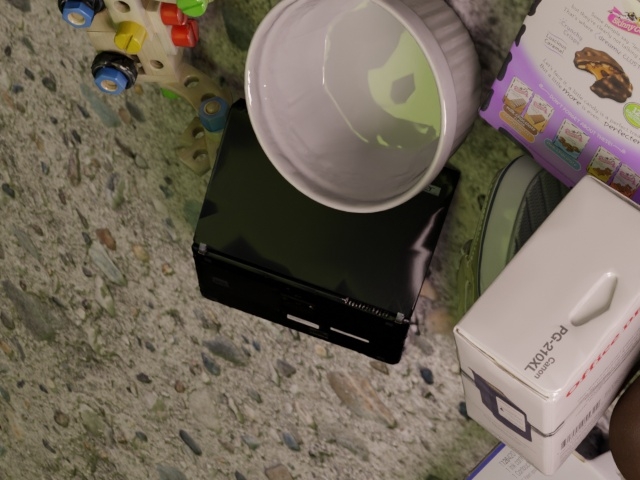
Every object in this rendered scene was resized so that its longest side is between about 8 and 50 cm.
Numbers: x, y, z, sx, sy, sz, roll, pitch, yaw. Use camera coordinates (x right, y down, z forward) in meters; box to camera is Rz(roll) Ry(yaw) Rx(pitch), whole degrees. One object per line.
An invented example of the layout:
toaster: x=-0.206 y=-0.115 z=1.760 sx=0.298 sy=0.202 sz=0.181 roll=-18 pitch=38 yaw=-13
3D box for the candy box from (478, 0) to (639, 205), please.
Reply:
candy box: x=0.236 y=-0.130 z=1.153 sx=0.165 sy=0.070 sz=0.196 roll=42 pitch=142 yaw=15

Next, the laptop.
laptop: x=0.000 y=0.000 z=1.485 sx=0.234 sy=0.136 sz=0.264 roll=20 pitch=161 yaw=6

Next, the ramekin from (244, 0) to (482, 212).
ramekin: x=0.046 y=-0.138 z=1.290 sx=0.207 sy=0.109 sz=0.207 roll=15 pitch=119 yaw=28

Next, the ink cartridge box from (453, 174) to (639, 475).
ink cartridge box: x=0.204 y=0.076 z=1.194 sx=0.100 sy=0.172 sz=0.237 roll=37 pitch=167 yaw=21

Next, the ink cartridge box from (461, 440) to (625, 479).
ink cartridge box: x=0.278 y=0.333 z=1.482 sx=0.307 sy=0.072 sz=0.303 roll=47 pitch=144 yaw=12

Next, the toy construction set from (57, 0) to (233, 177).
toy construction set: x=-0.145 y=-0.218 z=1.447 sx=0.215 sy=0.151 sz=0.327 roll=3 pitch=132 yaw=16

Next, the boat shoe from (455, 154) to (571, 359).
boat shoe: x=0.166 y=0.042 z=1.338 sx=0.094 sy=0.109 sz=0.302 roll=31 pitch=140 yaw=33

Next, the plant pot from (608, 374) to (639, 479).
plant pot: x=0.342 y=0.156 z=1.181 sx=0.215 sy=0.215 sz=0.230 roll=55 pitch=157 yaw=-2
